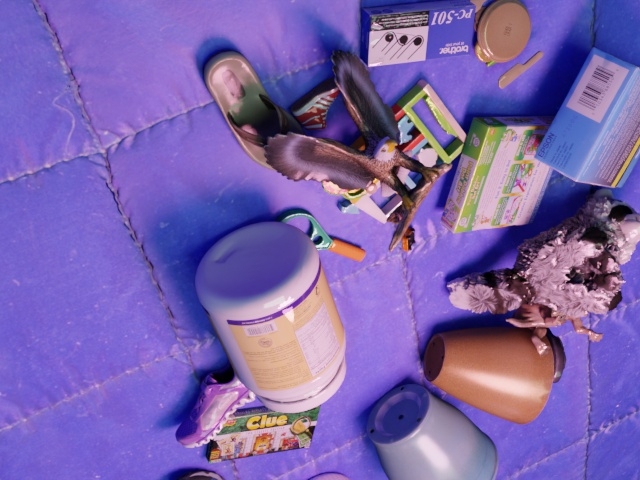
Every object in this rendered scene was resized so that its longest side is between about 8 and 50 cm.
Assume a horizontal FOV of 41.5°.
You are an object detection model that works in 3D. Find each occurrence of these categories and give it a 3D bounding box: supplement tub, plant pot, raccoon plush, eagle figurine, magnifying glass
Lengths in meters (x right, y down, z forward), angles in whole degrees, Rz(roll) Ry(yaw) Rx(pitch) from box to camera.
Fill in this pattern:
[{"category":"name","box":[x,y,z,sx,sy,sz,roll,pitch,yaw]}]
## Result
[{"category":"supplement tub","box":[-0.084,0.156,1.652,0.241,0.241,0.331,-27,130,-10]},{"category":"plant pot","box":[0.385,0.305,2.036,0.254,0.237,0.237,12,116,-15]},{"category":"raccoon plush","box":[0.529,0.008,1.961,0.446,0.299,0.216,1,119,20]},{"category":"eagle figurine","box":[0.078,-0.168,1.513,0.298,0.226,0.225,35,137,-5]},{"category":"magnifying glass","box":[0.000,0.000,1.734,0.231,0.026,0.092,20,110,-37]},{"category":"plant pot","box":[0.255,0.496,2.065,0.271,0.271,0.255,-38,117,0]}]

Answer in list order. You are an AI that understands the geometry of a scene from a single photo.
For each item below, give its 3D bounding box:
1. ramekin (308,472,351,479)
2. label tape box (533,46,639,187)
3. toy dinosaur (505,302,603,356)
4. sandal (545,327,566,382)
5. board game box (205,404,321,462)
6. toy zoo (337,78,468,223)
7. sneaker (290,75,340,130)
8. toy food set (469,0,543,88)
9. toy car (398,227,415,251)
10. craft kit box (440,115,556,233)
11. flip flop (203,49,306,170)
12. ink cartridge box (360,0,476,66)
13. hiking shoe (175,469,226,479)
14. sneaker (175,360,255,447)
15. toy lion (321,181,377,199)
[{"category":"ramekin","box":[0.018,0.691,2.157,0.207,0.109,0.207,-14,126,-20]},{"category":"label tape box","box":[0.614,-0.249,1.803,0.347,0.115,0.249,-2,121,-57]},{"category":"toy dinosaur","box":[0.543,0.156,2.017,0.295,0.200,0.127,-15,128,-15]},{"category":"sandal","box":[0.569,0.271,2.078,0.054,0.254,0.097,16,108,0]},{"category":"board game box","box":[-0.131,0.441,1.962,0.259,0.030,0.136,-3,120,-26]},{"category":"toy zoo","box":[0.148,-0.159,1.699,0.293,0.030,0.192,-43,130,4]},{"category":"sneaker","box":[0.009,-0.250,1.557,0.118,0.042,0.067,-33,128,4]},{"category":"toy food set","box":[0.349,-0.406,1.640,0.132,0.038,0.192,-37,120,-8]},{"category":"toy car","box":[0.173,-0.028,1.793,0.040,0.060,0.122,5,139,21]},{"category":"craft kit box","box":[0.394,-0.142,1.806,0.246,0.061,0.250,-8,125,-36]},{"category":"flip flop","box":[-0.107,-0.216,1.493,0.112,0.080,0.277,-36,131,-2]},{"category":"ink cartridge box","box":[0.177,-0.380,1.543,0.207,0.046,0.097,-10,126,-16]},{"category":"hiking shoe","box":[-0.233,0.640,1.974,0.113,0.132,0.304,-40,131,2]},{"category":"sneaker","box":[-0.228,0.337,1.805,0.236,0.095,0.104,-43,124,-2]},{"category":"toy lion","box":[0.051,-0.117,1.639,0.096,0.034,0.100,-28,130,1]}]
